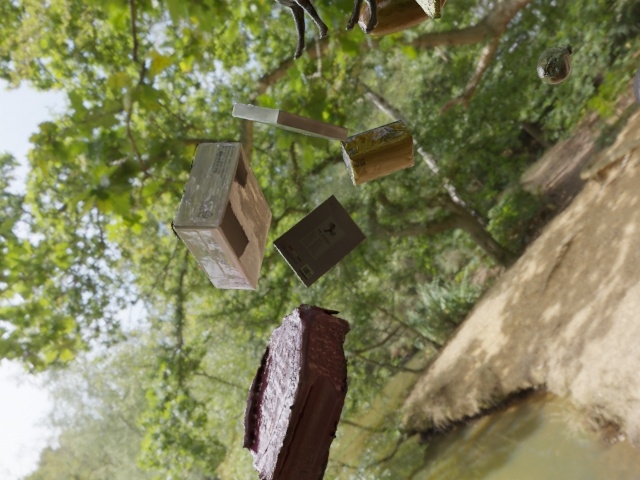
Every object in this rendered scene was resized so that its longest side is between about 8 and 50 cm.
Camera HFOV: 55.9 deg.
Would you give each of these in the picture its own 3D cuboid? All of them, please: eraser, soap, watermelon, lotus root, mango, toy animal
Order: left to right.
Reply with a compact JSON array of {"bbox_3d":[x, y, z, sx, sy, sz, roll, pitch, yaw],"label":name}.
[{"bbox_3d":[-0.043,-0.177,0.904,0.150,0.103,0.023,4,-78,-47],"label":"eraser"},{"bbox_3d":[-0.042,-0.437,0.992,0.243,0.260,0.087,-20,-5,-18],"label":"toy animal"},{"bbox_3d":[-0.035,0.252,1.029,0.182,0.112,0.289,14,84,62],"label":"soap"},{"bbox_3d":[0.225,-0.647,1.666,0.253,0.139,0.113,-16,-41,10],"label":"mango"},{"bbox_3d":[0.217,-0.571,1.270,0.182,0.075,0.092,78,-166,-46],"label":"watermelon"},{"bbox_3d":[0.623,-0.470,1.599,0.165,0.088,0.088,-53,-1,-40],"label":"lotus root"}]

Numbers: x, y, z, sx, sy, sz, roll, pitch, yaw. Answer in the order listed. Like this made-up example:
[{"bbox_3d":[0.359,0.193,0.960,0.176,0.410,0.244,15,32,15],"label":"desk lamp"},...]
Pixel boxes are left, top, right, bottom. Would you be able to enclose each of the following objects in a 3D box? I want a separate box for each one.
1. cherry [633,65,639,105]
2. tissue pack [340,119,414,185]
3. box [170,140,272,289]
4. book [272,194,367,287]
[{"bbox_3d":[0.833,-0.373,1.376,0.213,0.184,0.266,-12,-3,28],"label":"cherry"},{"bbox_3d":[0.145,-0.218,1.520,0.169,0.082,0.120,-19,-34,-2],"label":"tissue pack"},{"bbox_3d":[-0.192,-0.045,1.233,0.252,0.106,0.203,73,-159,-55],"label":"box"},{"bbox_3d":[0.000,0.000,1.309,0.181,0.127,0.014,-40,6,-19],"label":"book"}]
